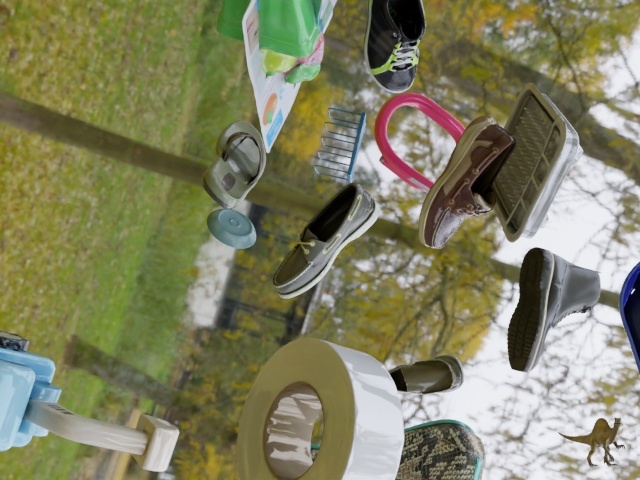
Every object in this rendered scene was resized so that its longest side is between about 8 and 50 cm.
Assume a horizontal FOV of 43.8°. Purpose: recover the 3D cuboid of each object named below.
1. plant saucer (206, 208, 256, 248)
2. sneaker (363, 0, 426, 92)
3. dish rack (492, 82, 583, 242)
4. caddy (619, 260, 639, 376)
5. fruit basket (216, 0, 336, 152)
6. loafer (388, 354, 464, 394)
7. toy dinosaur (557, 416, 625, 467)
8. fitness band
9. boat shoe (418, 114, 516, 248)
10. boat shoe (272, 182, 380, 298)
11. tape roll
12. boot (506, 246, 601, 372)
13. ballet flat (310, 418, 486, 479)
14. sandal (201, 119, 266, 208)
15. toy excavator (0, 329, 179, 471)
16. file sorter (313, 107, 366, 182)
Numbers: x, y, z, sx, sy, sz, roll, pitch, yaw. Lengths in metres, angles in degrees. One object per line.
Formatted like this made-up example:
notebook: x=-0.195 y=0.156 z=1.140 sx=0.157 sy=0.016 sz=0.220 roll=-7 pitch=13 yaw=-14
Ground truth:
plant saucer: x=-0.194 y=-0.033 z=1.771 sx=0.021 sy=0.119 sz=0.119 roll=-55 pitch=-165 yaw=36
sneaker: x=0.115 y=-0.311 z=1.209 sx=0.234 sy=0.084 sz=0.097 roll=79 pitch=-9 yaw=-45
dish rack: x=0.472 y=-0.172 z=1.769 sx=0.333 sy=0.072 sz=0.285 roll=-96 pitch=-159 yaw=-59
caddy: x=0.719 y=0.180 z=1.538 sx=0.179 sy=0.241 sz=0.341 roll=39 pitch=36 yaw=-69
fruit basket: x=-0.032 y=-0.355 z=1.271 sx=0.353 sy=0.165 sz=0.327 roll=73 pitch=36 yaw=-62
loafer: x=0.246 y=0.344 z=1.960 sx=0.251 sy=0.087 sz=0.094 roll=-24 pitch=-100 yaw=47
toy dinosaur: x=0.550 y=0.399 z=1.573 sx=0.183 sy=0.053 sz=0.092 roll=133 pitch=-39 yaw=-57
fitness band: x=0.261 y=-0.244 z=2.018 sx=0.209 sy=0.291 sz=0.054 roll=-62 pitch=-160 yaw=-14
boat shoe: x=0.330 y=-0.104 z=1.771 sx=0.123 sy=0.123 sz=0.342 roll=-9 pitch=134 yaw=-45
boat shoe: x=-0.002 y=-0.002 z=1.770 sx=0.305 sy=0.091 sz=0.109 roll=-45 pitch=-137 yaw=-2
tape roll: x=-0.008 y=0.296 z=1.206 sx=0.286 sy=0.100 sz=0.286 roll=-27 pitch=-127 yaw=43
boot: x=0.381 y=0.122 z=1.266 sx=0.077 sy=0.137 sz=0.198 roll=6 pitch=-99 yaw=68
ballet flat: x=0.056 y=0.422 z=1.347 sx=0.483 sy=0.164 sz=0.182 roll=-20 pitch=-139 yaw=38
sandal: x=-0.162 y=-0.168 z=1.665 sx=0.086 sy=0.120 sz=0.303 roll=-45 pitch=-161 yaw=28
toy excavator: x=-0.547 y=0.316 z=1.484 sx=0.445 sy=0.433 sz=0.222 roll=12 pitch=-99 yaw=43
file sorter: x=0.053 y=-0.255 z=2.119 sx=0.118 sy=0.104 sz=0.170 roll=68 pitch=36 yaw=-84
